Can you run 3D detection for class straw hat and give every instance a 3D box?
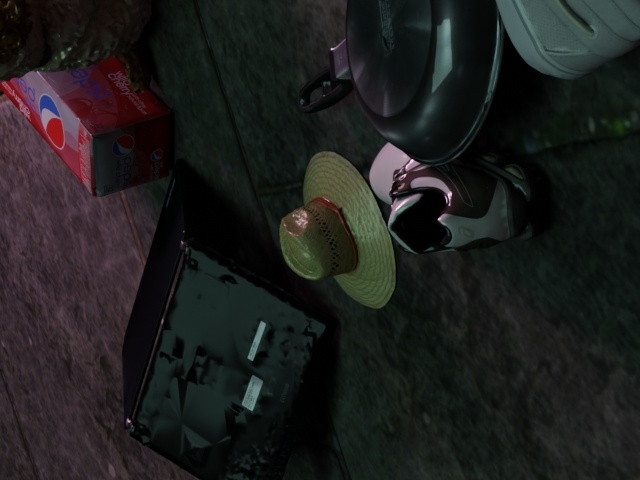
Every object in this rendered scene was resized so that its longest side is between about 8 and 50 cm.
[{"bbox_3d":[0.000,0.000,1.490,0.144,0.061,0.144,42,143,43],"label":"straw hat"}]

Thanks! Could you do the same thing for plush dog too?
[{"bbox_3d":[-0.284,-0.219,1.682,0.262,0.225,0.211,16,122,57],"label":"plush dog"}]

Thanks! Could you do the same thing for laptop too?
[{"bbox_3d":[-0.099,0.093,1.716,0.264,0.136,0.234,29,119,18],"label":"laptop"}]

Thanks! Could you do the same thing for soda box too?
[{"bbox_3d":[-0.256,-0.155,1.822,0.263,0.092,0.083,46,144,39],"label":"soda box"}]

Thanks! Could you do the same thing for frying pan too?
[{"bbox_3d":[0.041,-0.166,1.294,0.326,0.053,0.197,28,117,61],"label":"frying pan"}]

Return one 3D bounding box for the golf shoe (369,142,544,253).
[{"bbox_3d":[0.075,-0.036,1.293,0.198,0.094,0.077,15,122,60],"label":"golf shoe"}]

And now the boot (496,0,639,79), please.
[{"bbox_3d":[0.137,-0.231,1.064,0.123,0.095,0.258,-23,96,57],"label":"boot"}]
